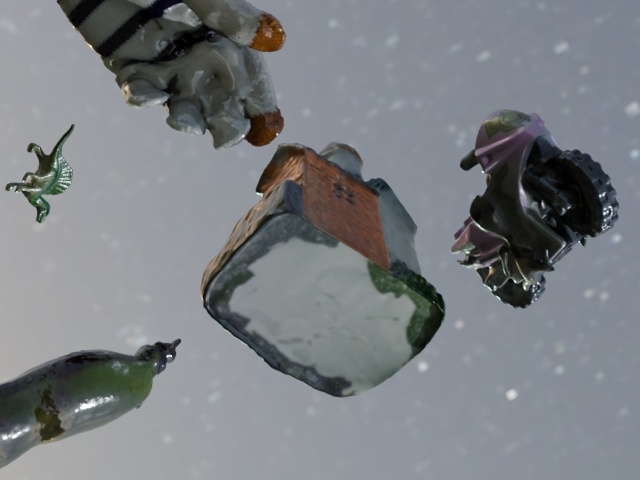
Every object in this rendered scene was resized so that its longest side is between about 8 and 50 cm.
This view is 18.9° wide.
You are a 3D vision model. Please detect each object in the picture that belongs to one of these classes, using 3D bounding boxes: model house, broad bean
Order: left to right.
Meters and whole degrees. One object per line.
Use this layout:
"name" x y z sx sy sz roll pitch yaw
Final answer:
"broad bean" -0.246 0.142 1.513 0.061 0.339 0.077 54 -30 28
"model house" 0.000 0.000 2.343 0.271 0.190 0.301 32 32 -24

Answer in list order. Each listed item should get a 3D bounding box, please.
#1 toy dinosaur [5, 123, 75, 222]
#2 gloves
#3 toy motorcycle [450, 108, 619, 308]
"toy dinosaur" -0.274 -0.072 1.956 0.119 0.060 0.029 -56 -138 19
"gloves" -0.117 -0.162 1.653 0.218 0.140 0.131 46 -6 0
"toy motorcycle" 0.232 -0.041 2.238 0.188 0.143 0.327 50 -26 8
